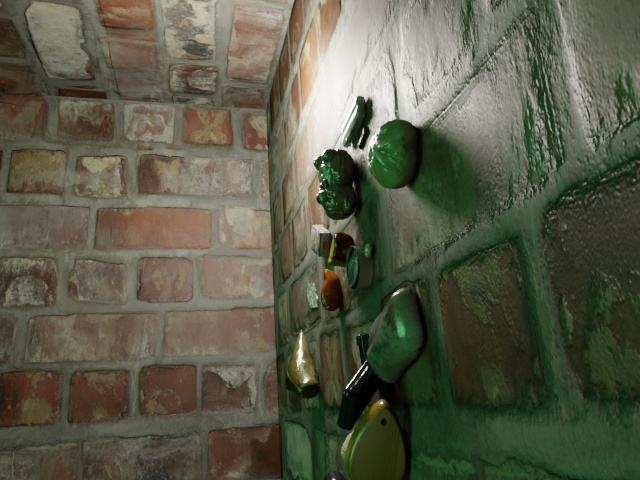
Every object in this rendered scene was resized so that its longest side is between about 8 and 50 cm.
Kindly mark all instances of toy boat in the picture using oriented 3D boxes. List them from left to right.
[{"bbox_3d":[0.155,0.379,1.789,0.055,0.060,0.141,147,115,-74],"label":"toy boat"}]

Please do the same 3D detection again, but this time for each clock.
[{"bbox_3d":[0.132,0.092,1.875,0.229,0.063,0.155,108,157,-47],"label":"clock"}]

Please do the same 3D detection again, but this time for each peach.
[{"bbox_3d":[0.082,0.048,2.013,0.172,0.092,0.127,98,177,-53],"label":"peach"}]

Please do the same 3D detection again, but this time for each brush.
[{"bbox_3d":[0.160,0.578,1.565,0.166,0.174,0.266,-126,45,-83],"label":"brush"}]

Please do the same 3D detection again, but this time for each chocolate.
[{"bbox_3d":[0.201,0.276,1.536,0.303,0.100,0.185,112,158,-49],"label":"chocolate"}]

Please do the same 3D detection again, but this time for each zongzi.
[{"bbox_3d":[-0.076,0.588,2.575,0.274,0.145,0.300,164,112,-72],"label":"zongzi"}]

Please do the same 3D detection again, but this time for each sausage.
[{"bbox_3d":[0.043,0.206,2.213,0.089,0.089,0.179,122,149,-65],"label":"sausage"}]

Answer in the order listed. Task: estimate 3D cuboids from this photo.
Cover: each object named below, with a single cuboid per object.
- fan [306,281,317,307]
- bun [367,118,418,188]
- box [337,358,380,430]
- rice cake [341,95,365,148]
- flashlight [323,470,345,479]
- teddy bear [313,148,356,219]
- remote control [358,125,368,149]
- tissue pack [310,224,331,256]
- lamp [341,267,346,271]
[{"bbox_3d":[-0.041,0.277,2.687,0.240,0.009,0.131,-146,57,-74],"label":"fan"},{"bbox_3d":[0.197,-0.244,1.508,0.195,0.118,0.195,-176,90,-76],"label":"bun"},{"bbox_3d":[0.127,0.459,1.651,0.230,0.050,0.160,-38,-38,-53],"label":"box"},{"bbox_3d":[0.119,-0.434,1.980,0.226,0.040,0.085,120,148,-64],"label":"rice cake"},{"bbox_3d":[0.092,0.982,1.947,0.424,0.103,0.103,-145,56,-73],"label":"flashlight"},{"bbox_3d":[0.055,-0.209,2.019,0.236,0.151,0.267,157,117,-68],"label":"teddy bear"},{"bbox_3d":[0.149,-0.364,1.911,0.091,0.016,0.034,108,153,-53],"label":"remote control"},{"bbox_3d":[0.000,0.000,2.409,0.155,0.065,0.115,-132,43,-71],"label":"tissue pack"},{"bbox_3d":[0.084,0.071,2.140,0.121,0.041,0.054,-108,15,-59],"label":"lamp"}]
